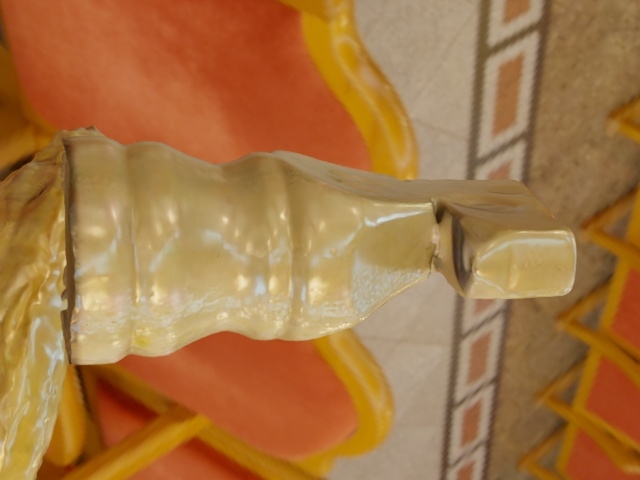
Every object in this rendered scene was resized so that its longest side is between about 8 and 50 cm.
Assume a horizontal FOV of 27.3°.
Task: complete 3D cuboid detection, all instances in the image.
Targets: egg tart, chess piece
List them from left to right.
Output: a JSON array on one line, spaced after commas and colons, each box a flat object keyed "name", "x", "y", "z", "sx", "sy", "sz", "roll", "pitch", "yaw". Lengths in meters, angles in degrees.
[{"name": "egg tart", "x": -0.216, "y": 0.064, "z": 0.835, "sx": 0.319, "sy": 0.128, "sz": 0.318, "roll": -165, "pitch": -90, "yaw": -83}, {"name": "chess piece", "x": 0.000, "y": 0.000, "z": 0.519, "sx": 0.201, "sy": 0.090, "sz": 0.090, "roll": -3, "pitch": 135, "yaw": -13}]
